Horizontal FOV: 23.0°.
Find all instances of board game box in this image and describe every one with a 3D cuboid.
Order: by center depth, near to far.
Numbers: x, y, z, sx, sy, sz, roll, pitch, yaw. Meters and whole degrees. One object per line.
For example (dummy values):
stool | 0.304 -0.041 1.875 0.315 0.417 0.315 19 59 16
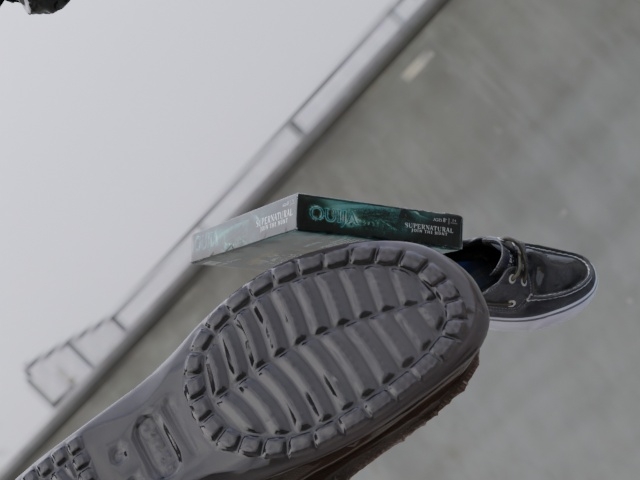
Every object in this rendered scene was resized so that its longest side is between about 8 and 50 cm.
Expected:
board game box | 0.000 0.000 1.111 0.186 0.126 0.026 -16 70 62

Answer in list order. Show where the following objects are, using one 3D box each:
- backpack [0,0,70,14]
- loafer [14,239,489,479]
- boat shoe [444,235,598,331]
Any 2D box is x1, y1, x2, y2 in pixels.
backpack | -0.265 -0.302 1.373 0.115 0.182 0.152 2 60 36
loafer | -0.047 0.128 1.040 0.366 0.134 0.130 -31 -31 10
boat shoe | 0.143 0.027 1.379 0.076 0.228 0.080 110 158 -56
